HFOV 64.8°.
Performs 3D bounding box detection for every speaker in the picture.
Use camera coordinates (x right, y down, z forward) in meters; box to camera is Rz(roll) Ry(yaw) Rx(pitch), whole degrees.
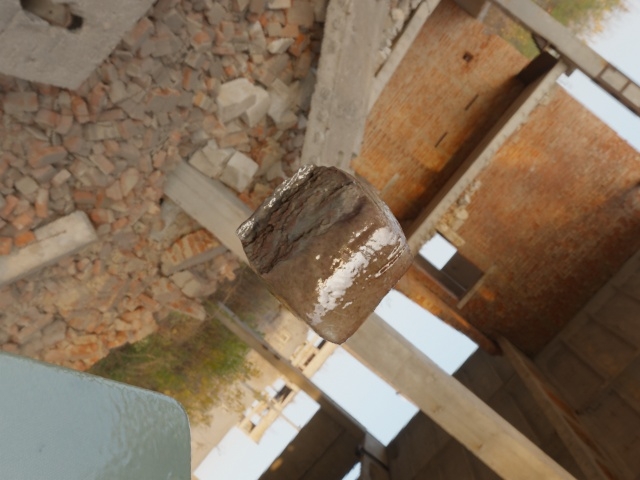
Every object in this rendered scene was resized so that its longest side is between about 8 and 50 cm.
[{"bbox_3d":[-0.343,0.259,0.575,0.184,0.183,0.406,-21,146,17],"label":"speaker"}]

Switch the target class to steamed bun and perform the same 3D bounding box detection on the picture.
[{"bbox_3d":[0.000,0.000,0.498,0.145,0.175,0.106,-48,136,0],"label":"steamed bun"}]
